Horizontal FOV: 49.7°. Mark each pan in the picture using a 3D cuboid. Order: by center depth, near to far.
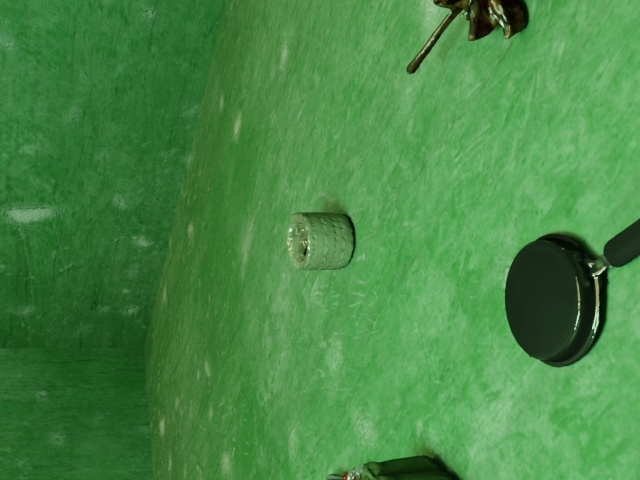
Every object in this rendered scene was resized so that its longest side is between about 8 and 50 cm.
[{"bbox_3d":[0.248,0.034,0.663,0.235,0.028,0.136,124,143,-51],"label":"pan"}]

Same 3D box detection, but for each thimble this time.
[{"bbox_3d":[0.000,0.000,1.198,0.115,0.090,0.102,-116,33,-47],"label":"thimble"}]

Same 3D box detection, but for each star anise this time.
[{"bbox_3d":[0.177,-0.312,0.818,0.234,0.073,0.177,-5,90,51],"label":"star anise"}]

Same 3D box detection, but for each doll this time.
[{"bbox_3d":[0.027,0.408,1.096,0.180,0.079,0.094,-46,29,40],"label":"doll"}]

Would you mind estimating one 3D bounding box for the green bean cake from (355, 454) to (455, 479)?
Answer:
[{"bbox_3d":[0.114,0.402,0.822,0.222,0.125,0.227,-148,59,-66],"label":"green bean cake"}]
